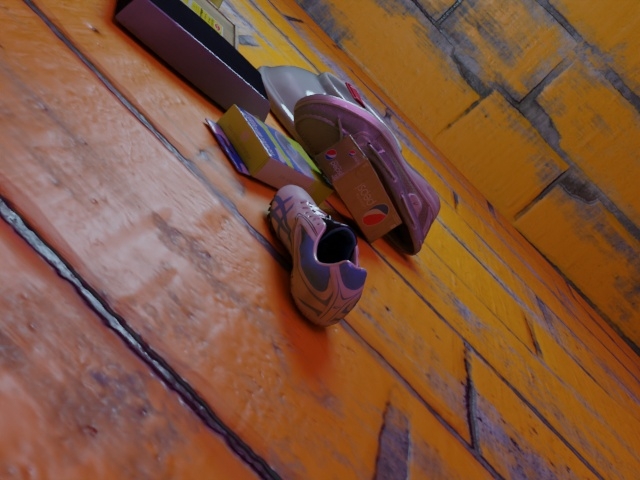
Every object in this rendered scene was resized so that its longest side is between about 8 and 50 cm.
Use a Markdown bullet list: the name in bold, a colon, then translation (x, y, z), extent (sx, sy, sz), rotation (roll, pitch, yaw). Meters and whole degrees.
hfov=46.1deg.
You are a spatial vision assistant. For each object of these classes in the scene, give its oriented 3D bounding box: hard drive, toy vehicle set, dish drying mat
- **hard drive**: translation (-0.178, -0.276, 1.094), extent (0.254, 0.054, 0.172), rotation (37, 19, -29)
- **toy vehicle set**: translation (-0.214, -0.381, 1.290), extent (0.166, 0.035, 0.267), rotation (40, 17, -22)
- **dish drying mat**: translation (0.067, -0.279, 1.441), extent (0.032, 0.008, 0.083), rotation (38, 18, -29)

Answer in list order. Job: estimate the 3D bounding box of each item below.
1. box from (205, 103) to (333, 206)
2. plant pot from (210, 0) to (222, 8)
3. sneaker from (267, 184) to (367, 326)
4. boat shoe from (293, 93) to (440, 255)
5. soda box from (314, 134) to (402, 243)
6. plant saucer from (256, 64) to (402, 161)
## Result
- **box**: translation (-0.065, -0.113, 1.012), extent (0.178, 0.042, 0.109), rotation (23, 28, -56)
- **plant pot**: translation (-0.230, -0.519, 1.474), extent (0.134, 0.095, 0.134), rotation (42, 17, -16)
- **sneaker**: translation (0.000, 0.000, 0.829), extent (0.085, 0.086, 0.237), rotation (35, 18, -30)
- **boat shoe**: translation (0.073, -0.106, 1.217), extent (0.320, 0.118, 0.103), rotation (44, 51, -28)
- **soda box**: translation (0.059, -0.071, 1.098), extent (0.058, 0.061, 0.181), rotation (59, 3, 34)
- **plant saucer**: translation (0.050, -0.213, 1.439), extent (0.400, 0.100, 0.400), rotation (42, 16, -16)
